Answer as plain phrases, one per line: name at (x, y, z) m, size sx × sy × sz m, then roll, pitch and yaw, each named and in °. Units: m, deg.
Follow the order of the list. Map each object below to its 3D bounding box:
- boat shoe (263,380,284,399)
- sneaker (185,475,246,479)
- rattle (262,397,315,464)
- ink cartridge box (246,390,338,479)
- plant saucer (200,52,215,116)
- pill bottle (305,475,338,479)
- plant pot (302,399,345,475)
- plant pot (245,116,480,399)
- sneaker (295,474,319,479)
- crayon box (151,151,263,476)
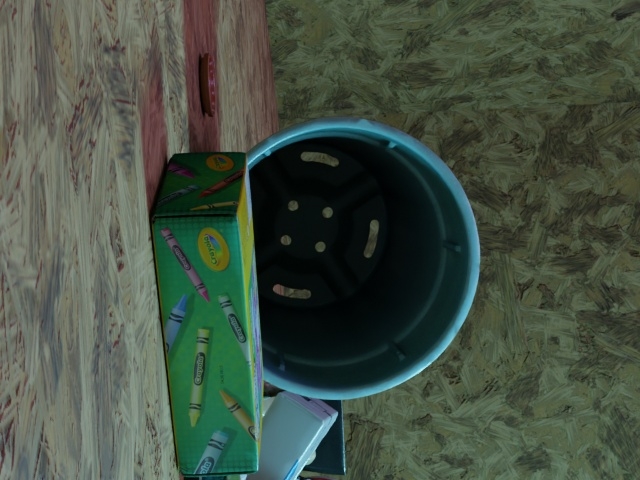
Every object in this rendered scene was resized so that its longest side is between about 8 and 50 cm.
boat shoe at (-0.085, 0.182, 1.881) m, size 0.302 × 0.098 × 0.109 m, roll 86°, pitch 1°, yaw -73°
sneaker at (-0.109, 0.251, 1.346) m, size 0.190 × 0.071 × 0.083 m, roll -73°, pitch 168°, yaw -64°
rattle at (-0.095, 0.307, 2.065) m, size 0.199 × 0.130 × 0.142 m, roll 57°, pitch -27°, yaw 29°
ink cartridge box at (-0.051, 0.289, 1.812) m, size 0.139 × 0.082 × 0.191 m, roll -56°, pitch 174°, yaw 1°
plant saucer at (-0.148, -0.204, 1.660) m, size 0.083 × 0.013 × 0.083 m, roll 177°, pitch -90°, yaw -90°
pill bottle at (-0.005, 0.601, 2.326) m, size 0.363 × 0.210 × 0.210 m, roll -92°, pitch 179°, yaw -75°
plant pot at (-0.041, 0.317, 2.317) m, size 0.187 × 0.167 × 0.188 m, roll -93°, pitch -179°, yaw -82°
plant pot at (0.000, 0.000, 1.663) m, size 0.334 × 0.341 × 0.341 m, roll -135°, pitch -139°, yaw -78°
sneaker at (-0.057, 0.459, 2.206) m, size 0.271 × 0.100 × 0.108 m, roll 29°, pitch 69°, yaw -63°
crayon box at (-0.105, 0.070, 1.242) m, size 0.165 × 0.081 × 0.278 m, roll -91°, pitch 178°, yaw -67°
